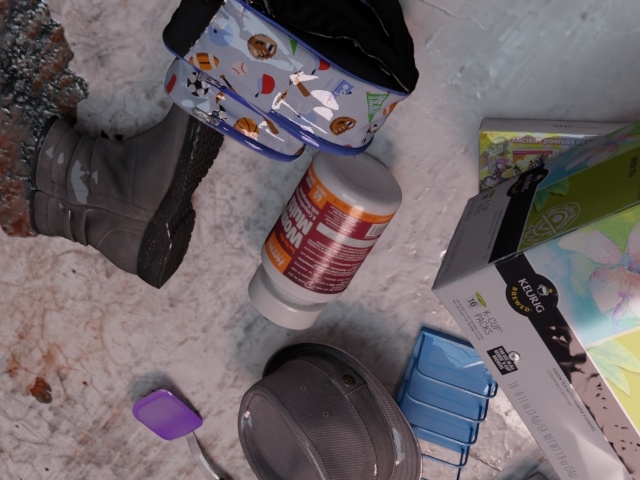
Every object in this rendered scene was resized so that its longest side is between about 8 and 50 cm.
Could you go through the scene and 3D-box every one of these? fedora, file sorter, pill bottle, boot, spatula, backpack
[{"bbox_3d":[-0.011,0.267,1.487,0.275,0.124,0.244,51,132,19],"label":"fedora"},{"bbox_3d":[0.158,0.226,1.496,0.118,0.104,0.170,19,120,5],"label":"file sorter"},{"bbox_3d":[0.000,0.000,1.410,0.121,0.121,0.221,31,120,-2],"label":"pill bottle"},{"bbox_3d":[-0.254,-0.110,1.428,0.222,0.118,0.338,25,116,6],"label":"boot"},{"bbox_3d":[-0.168,0.335,1.677,0.084,0.030,0.296,-28,107,26],"label":"spatula"},{"bbox_3d":[-0.029,-0.207,1.242,0.263,0.276,0.213,27,125,-8],"label":"backpack"}]

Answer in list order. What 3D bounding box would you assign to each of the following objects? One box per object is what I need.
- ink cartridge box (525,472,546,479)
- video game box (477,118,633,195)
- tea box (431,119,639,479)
[{"bbox_3d":[0.270,0.447,1.590,0.208,0.087,0.153,-38,102,28],"label":"ink cartridge box"},{"bbox_3d":[0.291,-0.051,1.352,0.205,0.048,0.187,4,120,13],"label":"video game box"},{"bbox_3d":[0.357,0.069,1.233,0.323,0.220,0.329,-27,108,30],"label":"tea box"}]
